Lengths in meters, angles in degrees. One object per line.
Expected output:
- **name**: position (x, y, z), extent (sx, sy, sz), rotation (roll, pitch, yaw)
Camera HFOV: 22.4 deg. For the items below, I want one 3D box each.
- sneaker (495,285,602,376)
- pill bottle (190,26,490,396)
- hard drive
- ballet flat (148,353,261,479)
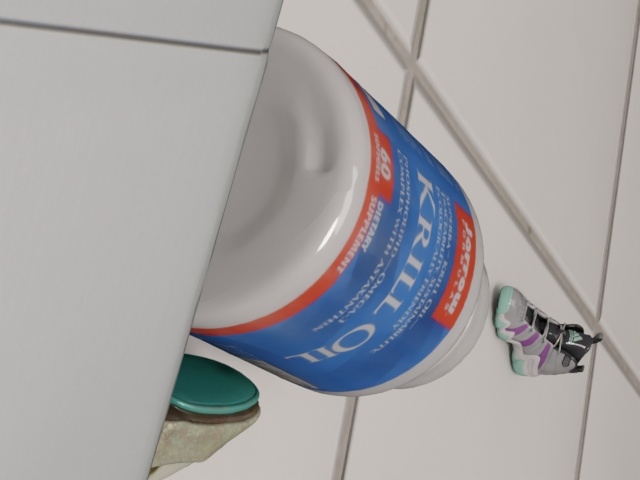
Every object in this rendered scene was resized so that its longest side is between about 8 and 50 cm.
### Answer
- **sneaker**: position (0.165, 0.064, 1.147), extent (0.098, 0.069, 0.038), rotation (58, 40, -52)
- **pill bottle**: position (0.000, 0.000, 0.705), extent (0.221, 0.124, 0.124), rotation (32, 63, -63)
- **hard drive**: position (-0.118, 0.077, 0.422), extent (0.233, 0.047, 0.353), rotation (-7, 116, -65)
- **ballet flat**: position (-0.082, 0.074, 0.635), extent (0.052, 0.057, 0.168), rotation (-62, 154, 10)
